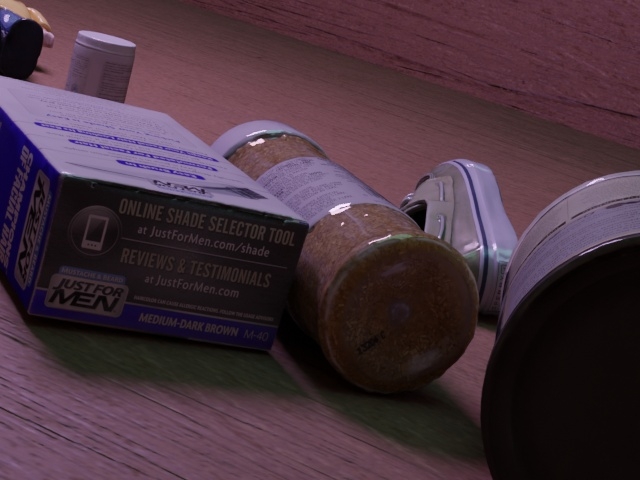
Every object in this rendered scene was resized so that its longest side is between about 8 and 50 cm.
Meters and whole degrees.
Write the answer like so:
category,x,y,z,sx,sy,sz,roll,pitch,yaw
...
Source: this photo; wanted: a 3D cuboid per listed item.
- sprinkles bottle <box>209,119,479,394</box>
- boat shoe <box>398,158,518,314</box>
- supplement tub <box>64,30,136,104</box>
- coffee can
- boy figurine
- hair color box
category,x,y,z,sx,sy,sz,roll,pitch,yaw
sprinkles bottle,0.000,0.000,1.138,0.121,0.121,0.355,11,13,-22
boat shoe,0.121,-0.017,1.407,0.094,0.109,0.302,12,15,-9
supplement tub,-0.255,-0.180,1.652,0.071,0.107,0.071,15,12,-3
coffee can,0.206,0.071,0.889,0.201,0.201,0.275,17,12,6
boy figurine,-0.455,-0.294,1.956,0.177,0.092,0.285,10,13,-24
hair color box,-0.164,-0.032,1.115,0.185,0.110,0.339,11,11,-26
